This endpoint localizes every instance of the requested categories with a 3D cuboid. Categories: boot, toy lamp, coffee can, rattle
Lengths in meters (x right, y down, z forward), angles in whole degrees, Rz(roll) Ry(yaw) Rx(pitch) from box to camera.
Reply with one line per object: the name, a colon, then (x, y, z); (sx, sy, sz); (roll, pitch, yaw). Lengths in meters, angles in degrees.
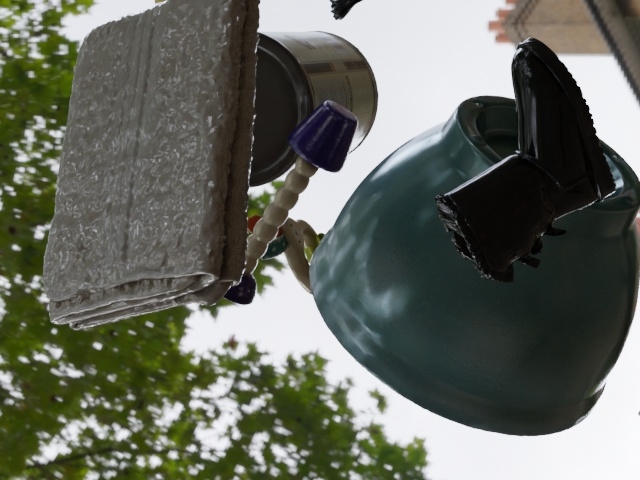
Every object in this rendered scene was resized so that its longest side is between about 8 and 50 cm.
boot: (0.111, -0.042, 0.604); (0.099, 0.045, 0.121); (-34, -61, -5)
toy lamp: (-0.044, -0.046, 1.284); (0.080, 0.080, 0.275); (12, -63, -42)
coffee can: (-0.055, -0.190, 1.449); (0.275, 0.201, 0.201); (-26, -62, -66)
rattle: (0.000, 0.000, 1.574); (0.200, 0.143, 0.130); (48, -138, -48)

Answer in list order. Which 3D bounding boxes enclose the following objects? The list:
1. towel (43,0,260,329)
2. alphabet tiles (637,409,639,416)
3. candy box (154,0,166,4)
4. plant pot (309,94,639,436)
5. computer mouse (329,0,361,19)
towel: (-0.130, -0.073, 0.831); (0.049, 0.187, 0.282); (32, -126, -49)
alphabet tiles: (0.418, 0.094, 1.030); (0.237, 0.009, 0.198); (-32, -25, -8)
candy box: (-0.129, -0.215, 1.115); (0.206, 0.027, 0.105); (89, -157, -57)
plant pot: (0.160, -0.002, 0.919); (0.293, 0.293, 0.196); (-8, -45, -40)
computer mouse: (0.031, -0.277, 1.038); (0.193, 0.106, 0.042); (22, -131, -68)
